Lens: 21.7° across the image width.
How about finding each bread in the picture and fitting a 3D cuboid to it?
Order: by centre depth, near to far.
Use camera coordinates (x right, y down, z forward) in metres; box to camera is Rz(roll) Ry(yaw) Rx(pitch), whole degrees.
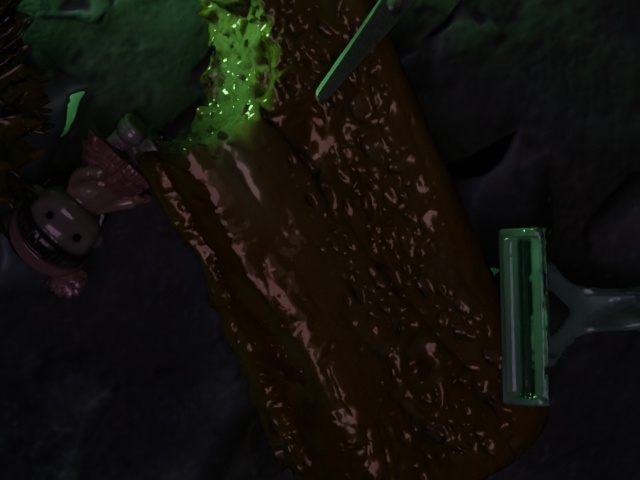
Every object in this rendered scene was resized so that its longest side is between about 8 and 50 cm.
[{"bbox_3d":[0.000,0.000,1.040,0.185,0.109,0.380,-31,106,-23],"label":"bread"}]

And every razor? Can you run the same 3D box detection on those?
[{"bbox_3d":[0.247,0.043,1.073,0.277,0.056,0.111,-2,91,-14],"label":"razor"}]

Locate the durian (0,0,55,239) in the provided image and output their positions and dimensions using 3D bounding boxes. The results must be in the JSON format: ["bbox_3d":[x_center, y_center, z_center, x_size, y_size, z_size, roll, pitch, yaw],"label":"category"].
[{"bbox_3d":[-0.361,-0.084,0.963,0.384,0.347,0.348,-30,107,-20],"label":"durian"}]

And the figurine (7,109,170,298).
[{"bbox_3d":[-0.150,-0.026,1.098,0.072,0.054,0.129,40,99,-25],"label":"figurine"}]

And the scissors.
[{"bbox_3d":[0.052,-0.151,1.003,0.100,0.015,0.189,42,69,-13],"label":"scissors"}]
